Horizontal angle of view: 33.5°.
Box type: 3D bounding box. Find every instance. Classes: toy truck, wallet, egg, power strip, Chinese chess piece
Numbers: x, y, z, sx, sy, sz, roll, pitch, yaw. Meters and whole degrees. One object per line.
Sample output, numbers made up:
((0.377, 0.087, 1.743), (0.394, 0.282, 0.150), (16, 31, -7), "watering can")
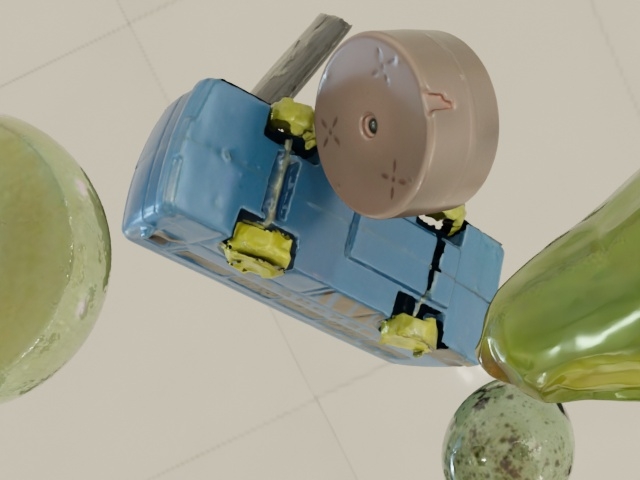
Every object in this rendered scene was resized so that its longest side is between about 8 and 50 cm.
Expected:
((0.000, 0.000, 0.996), (0.385, 0.162, 0.161), (28, 67, -33), "toy truck")
((-0.084, -0.200, 1.542), (0.044, 0.170, 0.321), (38, 92, -16), "wallet")
((0.125, 0.135, 0.699), (0.085, 0.110, 0.085), (11, 121, 18), "egg")
((0.065, -0.093, 0.857), (0.078, 0.154, 0.154), (-10, 99, -36), "power strip")
((-0.170, 0.009, 0.500), (0.144, 0.058, 0.144), (-1, 81, 5), "Chinese chess piece")

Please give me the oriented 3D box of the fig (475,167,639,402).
((0.181, -0.008, 0.338), (0.275, 0.206, 0.206), (-10, 98, 4), "fig")
